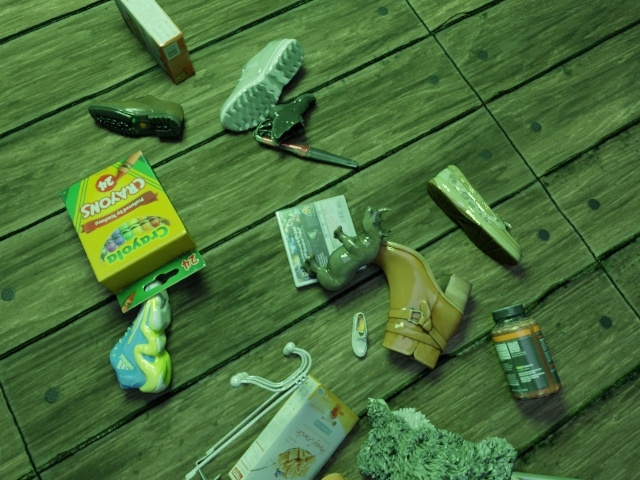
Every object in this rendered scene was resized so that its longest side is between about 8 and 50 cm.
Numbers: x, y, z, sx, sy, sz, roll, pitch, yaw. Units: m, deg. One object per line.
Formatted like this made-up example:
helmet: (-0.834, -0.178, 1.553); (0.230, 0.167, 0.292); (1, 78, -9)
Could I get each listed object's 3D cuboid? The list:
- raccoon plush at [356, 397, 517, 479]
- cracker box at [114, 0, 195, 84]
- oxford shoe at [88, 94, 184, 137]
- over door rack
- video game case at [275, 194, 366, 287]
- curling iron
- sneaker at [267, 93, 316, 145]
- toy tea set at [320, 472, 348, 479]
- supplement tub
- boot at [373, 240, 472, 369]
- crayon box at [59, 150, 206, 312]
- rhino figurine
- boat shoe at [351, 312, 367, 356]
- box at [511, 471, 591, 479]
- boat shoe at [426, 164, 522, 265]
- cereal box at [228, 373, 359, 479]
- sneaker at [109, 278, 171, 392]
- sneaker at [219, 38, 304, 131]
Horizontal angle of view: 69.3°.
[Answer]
raccoon plush: (0.158, 0.396, 0.801); (0.299, 0.446, 0.216); (16, 76, 28)
cracker box: (-0.416, -0.523, 1.144); (0.067, 0.155, 0.232); (-37, 80, -11)
oxford shoe: (-0.446, -0.312, 1.136); (0.227, 0.082, 0.096); (6, 57, -3)
over door rack: (-0.153, 0.331, 0.894); (0.108, 0.239, 0.324); (39, 76, 6)
video game case: (0.000, 0.000, 1.105); (0.173, 0.022, 0.190); (-15, 78, -8)
curling iron: (-0.037, -0.235, 1.157); (0.274, 0.035, 0.068); (20, 74, 2)
sneaker: (-0.062, -0.301, 1.145); (0.170, 0.051, 0.089); (-29, 69, -27)
toy tea set: (-0.090, 0.547, 0.861); (0.336, 0.124, 0.200); (-13, 113, -26)
supplement tub: (0.448, 0.243, 1.029); (0.106, 0.106, 0.197); (-13, 77, -7)
boot: (0.183, 0.140, 1.050); (0.283, 0.109, 0.220); (29, 79, -4)
crayon box: (-0.410, -0.028, 1.012); (0.202, 0.081, 0.318); (-32, 65, -12)
rhino figurine: (0.069, 0.016, 1.018); (0.106, 0.073, 0.243); (46, 106, 4)
boat shoe: (0.090, 0.212, 1.048); (0.035, 0.035, 0.100); (4, 75, -3)
box: (0.433, 0.526, 0.974); (0.324, 0.067, 0.063); (8, 75, -3)
boat shoe: (0.381, -0.062, 1.105); (0.089, 0.104, 0.285); (-40, 81, -10)
cereal box: (-0.045, 0.410, 0.929); (0.240, 0.047, 0.173); (-50, 128, -14)
sneaker: (-0.391, 0.204, 0.989); (0.126, 0.091, 0.240); (-7, 73, -1)
sneaker: (-0.160, -0.393, 1.176); (0.115, 0.105, 0.281); (31, 77, 39)
